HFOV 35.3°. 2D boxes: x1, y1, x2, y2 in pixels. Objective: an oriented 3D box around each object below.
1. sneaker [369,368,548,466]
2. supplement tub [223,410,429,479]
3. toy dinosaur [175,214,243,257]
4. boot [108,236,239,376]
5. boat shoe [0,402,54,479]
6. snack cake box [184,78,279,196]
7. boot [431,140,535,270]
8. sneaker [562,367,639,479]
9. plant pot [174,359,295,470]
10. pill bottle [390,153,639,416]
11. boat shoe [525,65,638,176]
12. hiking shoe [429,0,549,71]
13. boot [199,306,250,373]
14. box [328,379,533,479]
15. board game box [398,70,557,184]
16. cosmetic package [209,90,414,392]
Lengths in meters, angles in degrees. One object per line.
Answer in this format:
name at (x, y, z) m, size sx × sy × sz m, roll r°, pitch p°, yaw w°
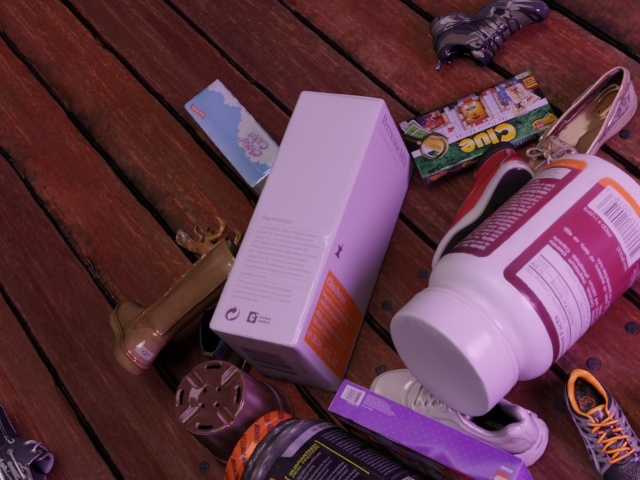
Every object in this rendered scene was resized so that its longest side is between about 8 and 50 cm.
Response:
sneaker at (0.203, 0.254, 1.551) m, size 0.292 × 0.118 × 0.110 m, roll 13°, pitch 70°, yaw 29°
supplement tub at (0.033, 0.397, 1.474) m, size 0.338 × 0.207 × 0.207 m, roll 26°, pitch 75°, yaw 32°
toy dinosaur at (-0.192, 0.023, 1.875) m, size 0.112 × 0.064 × 0.211 m, roll -55°, pitch 42°, yaw -1°
boot at (-0.245, 0.097, 1.775) m, size 0.269 × 0.089 × 0.236 m, roll -44°, pitch 27°, yaw 5°
boat shoe at (-0.523, 0.407, 1.775) m, size 0.119 × 0.121 × 0.335 m, roll -29°, pitch 67°, yaw -4°
snack cake box at (-0.132, -0.168, 1.894) m, size 0.089 × 0.152 × 0.264 m, roll -39°, pitch 56°, yaw -2°
boot at (0.268, -0.051, 1.720) m, size 0.244 × 0.088 × 0.176 m, roll -56°, pitch 13°, yaw 17°
sneaker at (0.416, 0.279, 1.470) m, size 0.084 × 0.083 × 0.215 m, roll -31°, pitch 57°, yaw 2°
plant pot at (-0.147, 0.282, 1.647) m, size 0.167 × 0.165 × 0.167 m, roll -9°, pitch 61°, yaw 17°
pill bottle at (0.304, 0.065, 1.489) m, size 0.392 × 0.224 × 0.224 m, roll -39°, pitch 54°, yaw -23°
boat shoe at (0.428, -0.175, 1.708) m, size 0.105 × 0.089 × 0.285 m, roll 33°, pitch 79°, yaw 32°
hiking shoe at (0.320, -0.380, 1.881) m, size 0.227 × 0.086 × 0.114 m, roll -12°, pitch 73°, yaw 22°
boot at (-0.152, 0.131, 1.766) m, size 0.082 × 0.106 × 0.219 m, roll -3°, pitch 62°, yaw 21°
box at (0.172, 0.316, 1.478) m, size 0.293 × 0.201 × 0.057 m, roll 20°, pitch 71°, yaw 30°
board game box at (0.283, -0.204, 1.805) m, size 0.260 × 0.030 × 0.136 m, roll -22°, pitch 59°, yaw 2°
cosmetic package at (0.000, 0.000, 1.704) m, size 0.162 × 0.230 × 0.453 m, roll 10°, pitch 68°, yaw 25°
